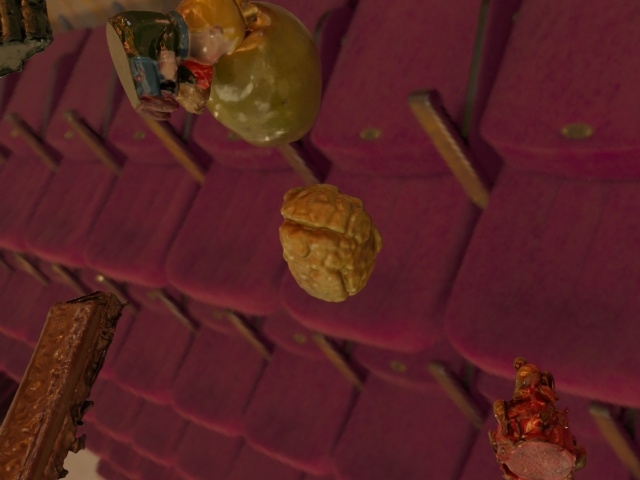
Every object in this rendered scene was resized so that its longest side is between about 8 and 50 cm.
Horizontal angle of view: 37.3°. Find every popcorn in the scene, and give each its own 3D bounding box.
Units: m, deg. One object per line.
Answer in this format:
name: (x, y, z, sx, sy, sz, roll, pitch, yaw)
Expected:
popcorn: (0.000, 0.000, 1.696, 0.203, 0.200, 0.226, 25, -175, 41)

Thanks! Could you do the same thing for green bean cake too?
green bean cake: (-0.534, -0.309, 1.499, 0.208, 0.194, 0.107, -40, 64, 62)

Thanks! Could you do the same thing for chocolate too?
chocolate: (-0.283, 0.176, 0.960, 0.102, 0.329, 0.065, -20, 128, 25)

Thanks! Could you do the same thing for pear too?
pear: (-0.112, -0.314, 1.826, 0.253, 0.253, 0.307, 25, 162, 30)

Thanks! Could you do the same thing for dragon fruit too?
dragon fruit: (0.321, 0.279, 1.433, 0.133, 0.207, 0.150, -8, 172, 1)

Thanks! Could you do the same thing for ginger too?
ginger: (-0.242, -0.314, 1.678, 0.095, 0.069, 0.190, 39, -148, -71)

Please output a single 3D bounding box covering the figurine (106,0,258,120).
figurine: (-0.192, -0.290, 1.448, 0.127, 0.234, 0.185, -43, 67, 58)
